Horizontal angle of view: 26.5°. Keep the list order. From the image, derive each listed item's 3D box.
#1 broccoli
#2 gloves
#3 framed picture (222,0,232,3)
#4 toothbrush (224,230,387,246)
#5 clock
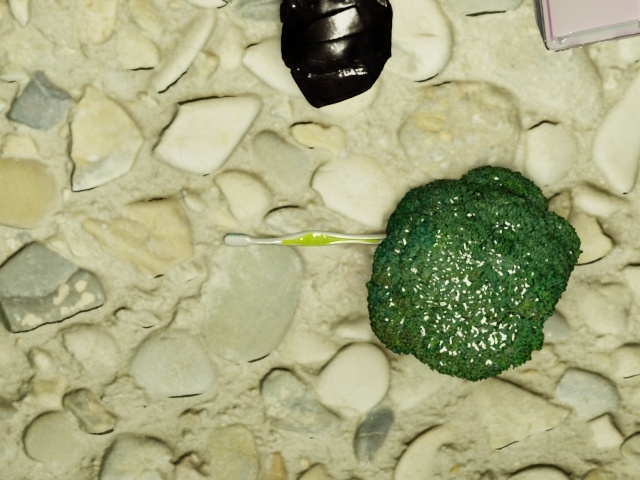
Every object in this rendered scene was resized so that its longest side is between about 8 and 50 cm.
[{"bbox_3d":[0.206,0.062,1.779,0.297,0.297,0.297,-24,140,12],"label":"broccoli"},{"bbox_3d":[0.012,-0.283,1.645,0.164,0.124,0.203,-30,127,-6],"label":"gloves"},{"bbox_3d":[-0.126,-0.430,1.602,0.197,0.014,0.252,28,115,-17],"label":"framed picture"},{"bbox_3d":[0.000,0.000,1.853,0.263,0.026,0.022,1,111,-3],"label":"toothbrush"},{"bbox_3d":[0.327,-0.338,1.640,0.144,0.073,0.193,-10,121,3],"label":"clock"}]
